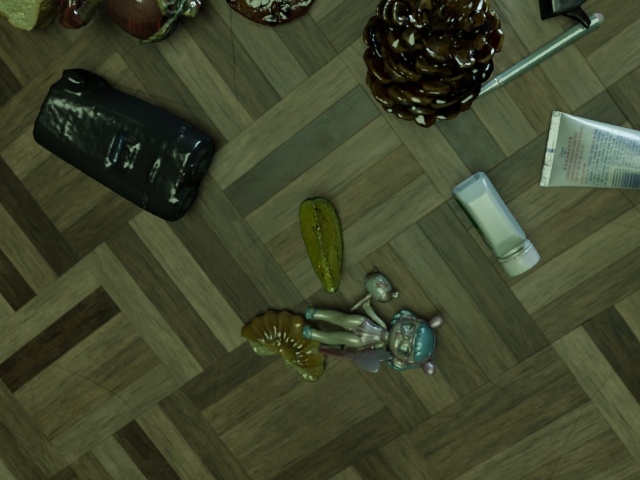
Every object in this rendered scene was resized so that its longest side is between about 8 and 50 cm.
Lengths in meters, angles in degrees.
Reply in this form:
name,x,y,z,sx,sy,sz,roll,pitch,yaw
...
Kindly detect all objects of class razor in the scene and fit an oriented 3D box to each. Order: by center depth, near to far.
name,x,y,z,sx,sy,sz,roll,pitch,yaw
razor,-0.368,-0.182,1.326,0.327,0.107,0.189,29,105,4

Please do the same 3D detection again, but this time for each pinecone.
name,x,y,z,sx,sy,sz,roll,pitch,yaw
pinecone,0.177,-0.313,1.143,0.224,0.272,0.224,1,71,-3

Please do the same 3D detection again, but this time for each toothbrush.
name,x,y,z,sx,sy,sz,roll,pitch,yaw
toothbrush,0.330,-0.293,1.228,0.342,0.025,0.030,-29,93,15

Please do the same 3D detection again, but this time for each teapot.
name,x,y,z,sx,sy,sz,roll,pitch,yaw
teapot,0.411,-0.434,1.154,0.096,0.087,0.177,-9,100,7

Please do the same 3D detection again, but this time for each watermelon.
name,x,y,z,sx,sy,sz,roll,pitch,yaw
watermelon,-0.008,0.000,1.315,0.075,0.092,0.181,-5,109,25

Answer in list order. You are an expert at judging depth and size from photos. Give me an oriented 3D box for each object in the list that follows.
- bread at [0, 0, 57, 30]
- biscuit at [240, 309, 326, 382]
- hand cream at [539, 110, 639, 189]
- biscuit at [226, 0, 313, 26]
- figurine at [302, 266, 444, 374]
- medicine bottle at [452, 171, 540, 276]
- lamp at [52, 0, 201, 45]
name,x,y,z,sx,sy,sz,roll,pitch,yaw
bread,-0.534,-0.510,1.304,0.183,0.224,0.211,41,147,-7
biscuit,-0.065,0.200,1.379,0.183,0.061,0.118,32,103,3
hand cream,0.511,-0.137,1.210,0.248,0.083,0.133,13,103,18
biscuit,-0.090,-0.475,1.249,0.192,0.049,0.192,3,106,11
figurine,0.100,0.158,1.335,0.260,0.103,0.205,8,67,10
medicine bottle,0.307,-0.028,1.237,0.069,0.119,0.183,-35,96,11
lamp,-0.331,-0.426,1.244,0.223,0.151,0.215,22,67,21
